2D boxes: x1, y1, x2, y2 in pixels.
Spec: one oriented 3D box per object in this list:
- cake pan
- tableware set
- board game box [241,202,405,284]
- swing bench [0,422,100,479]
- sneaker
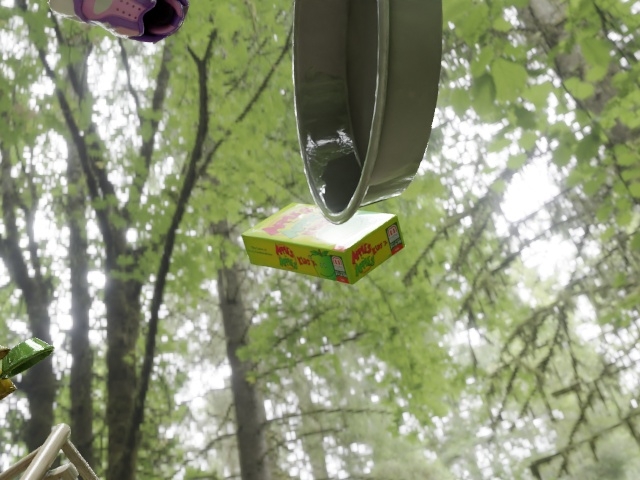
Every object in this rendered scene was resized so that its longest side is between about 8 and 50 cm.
[{"bbox_3d":[0.031,-0.160,0.762,0.054,0.293,0.293,-2,-45,-14],"label":"cake pan"},{"bbox_3d":[-0.223,0.097,0.527,0.104,0.024,0.154,-35,-6,19],"label":"tableware set"},{"bbox_3d":[0.000,0.000,1.083,0.092,0.181,0.043,-34,-62,-34],"label":"board game box"},{"bbox_3d":[-0.261,0.364,0.915,0.165,0.254,0.253,-34,-76,-3],"label":"swing bench"},{"bbox_3d":[-0.179,-0.247,0.945,0.104,0.236,0.095,26,-71,5],"label":"sneaker"}]
